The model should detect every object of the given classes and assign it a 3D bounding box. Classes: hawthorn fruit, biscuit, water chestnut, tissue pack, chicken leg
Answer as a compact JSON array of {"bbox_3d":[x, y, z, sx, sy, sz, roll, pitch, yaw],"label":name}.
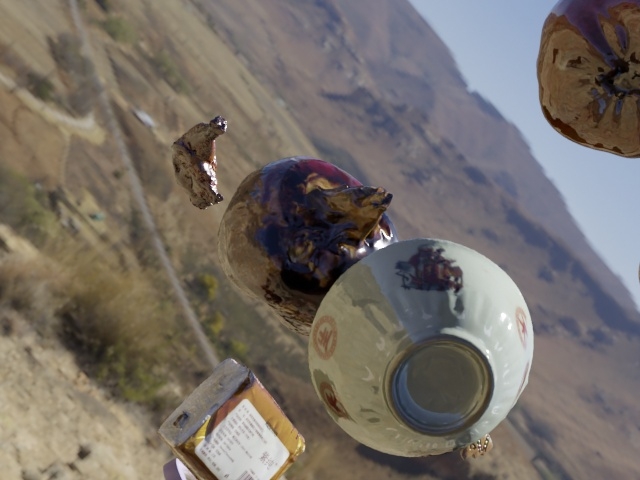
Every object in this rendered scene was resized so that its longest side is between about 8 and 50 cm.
[{"bbox_3d":[0.352,-0.210,1.190,0.208,0.208,0.248,49,30,-5],"label":"hawthorn fruit"},{"bbox_3d":[0.315,0.407,2.108,0.092,0.082,0.016,25,-20,-28],"label":"biscuit"},{"bbox_3d":[0.000,0.000,1.825,0.335,0.347,0.335,14,67,-34],"label":"water chestnut"},{"bbox_3d":[-0.145,0.333,1.759,0.092,0.183,0.226,21,-29,49],"label":"tissue pack"},{"bbox_3d":[-0.162,-0.111,1.431,0.093,0.053,0.205,44,-25,26],"label":"chicken leg"}]

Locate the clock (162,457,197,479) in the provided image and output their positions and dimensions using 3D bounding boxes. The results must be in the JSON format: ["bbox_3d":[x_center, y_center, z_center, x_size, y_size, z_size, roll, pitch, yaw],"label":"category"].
[{"bbox_3d":[-0.234,0.502,1.954,0.198,0.064,0.172,59,1,10],"label":"clock"}]

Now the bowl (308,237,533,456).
[{"bbox_3d":[0.154,0.179,1.463,0.337,0.337,0.157,47,6,-13],"label":"bowl"}]

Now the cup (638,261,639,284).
[{"bbox_3d":[0.720,0.063,1.814,0.200,0.253,0.191,-130,-154,-56],"label":"cup"}]
